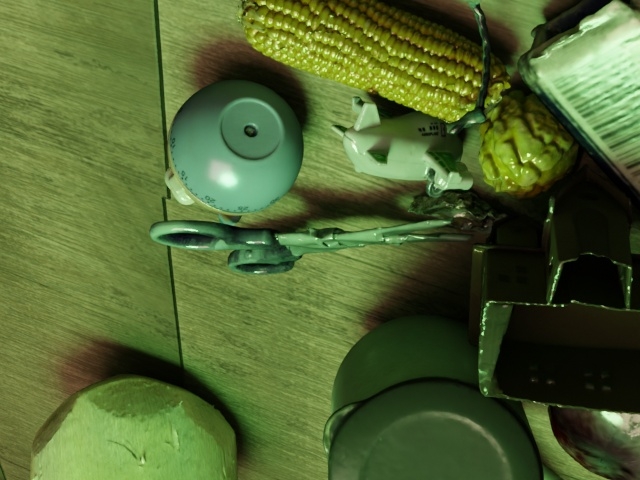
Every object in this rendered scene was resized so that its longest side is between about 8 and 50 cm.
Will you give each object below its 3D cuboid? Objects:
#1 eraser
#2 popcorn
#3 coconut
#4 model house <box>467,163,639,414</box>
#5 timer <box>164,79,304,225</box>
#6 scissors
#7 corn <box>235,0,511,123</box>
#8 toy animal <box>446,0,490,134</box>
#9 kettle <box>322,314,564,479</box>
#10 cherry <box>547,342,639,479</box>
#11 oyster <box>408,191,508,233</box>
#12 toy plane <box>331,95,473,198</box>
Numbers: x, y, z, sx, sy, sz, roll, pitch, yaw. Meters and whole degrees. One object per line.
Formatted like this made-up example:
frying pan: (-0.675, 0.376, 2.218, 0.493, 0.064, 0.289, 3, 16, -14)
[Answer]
eraser: (0.349, -0.106, 1.046, 0.332, 0.101, 0.155, 43, 139, -18)
popcorn: (0.210, -0.100, 1.131, 0.116, 0.121, 0.106, -32, 78, 40)
coconut: (-0.307, 0.388, 1.811, 0.347, 0.360, 0.346, -4, 147, -3)
model house: (0.263, 0.021, 1.125, 0.211, 0.243, 0.204, 5, 126, 5)
timer: (-0.128, -0.089, 1.304, 0.175, 0.175, 0.255, 42, 136, -15)
scissors: (0.000, 0.000, 1.350, 0.384, 0.029, 0.256, -5, 164, 29)
corn: (0.055, -0.200, 1.131, 0.293, 0.106, 0.106, 23, 141, 6)
toy animal: (0.127, -0.234, 1.043, 0.079, 0.070, 0.252, -12, 111, 26)
kettle: (0.173, 0.264, 1.281, 0.361, 0.250, 0.377, 34, -175, 1)
cherry: (0.381, 0.175, 1.247, 0.300, 0.203, 0.230, 6, 132, 26)
oyster: (0.169, -0.034, 1.295, 0.100, 0.037, 0.098, 18, 165, -19)
toy plane: (0.091, -0.106, 1.175, 0.174, 0.174, 0.080, 26, 112, 5)
